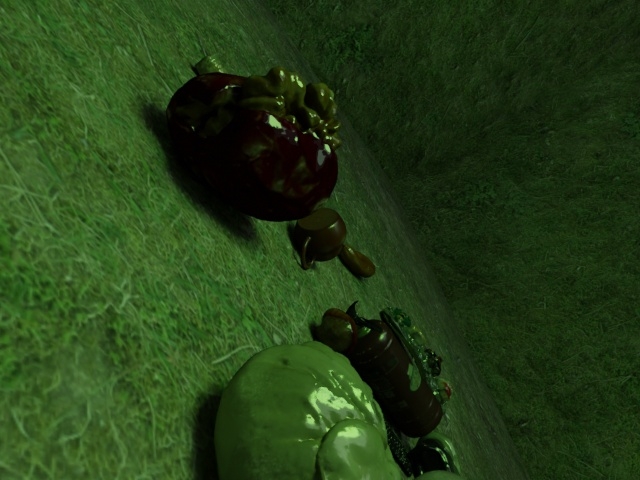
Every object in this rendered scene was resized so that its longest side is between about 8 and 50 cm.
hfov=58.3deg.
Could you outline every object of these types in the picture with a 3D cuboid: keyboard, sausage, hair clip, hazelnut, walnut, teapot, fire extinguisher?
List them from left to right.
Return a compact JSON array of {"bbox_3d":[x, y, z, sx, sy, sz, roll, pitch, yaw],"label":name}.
[{"bbox_3d":[-0.085,-0.158,0.897,0.269,0.244,0.221,26,38,-60],"label":"walnut"},{"bbox_3d":[0.000,0.000,1.207,0.116,0.116,0.173,56,41,-19],"label":"teapot"},{"bbox_3d":[0.031,0.163,1.025,0.086,0.086,0.086,55,15,-23],"label":"hazelnut"},{"bbox_3d":[0.098,0.058,1.525,0.062,0.054,0.183,32,-3,34],"label":"sausage"},{"bbox_3d":[0.121,0.360,1.089,0.204,0.013,0.061,56,15,-19],"label":"keyboard"},{"bbox_3d":[0.132,0.244,1.127,0.344,0.102,0.138,56,-23,-22],"label":"fire extinguisher"},{"bbox_3d":[0.280,0.318,1.577,0.321,0.091,0.138,64,11,8],"label":"hair clip"}]

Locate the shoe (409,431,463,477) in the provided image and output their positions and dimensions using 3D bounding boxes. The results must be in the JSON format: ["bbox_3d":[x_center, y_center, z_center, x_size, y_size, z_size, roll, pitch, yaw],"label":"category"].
[{"bbox_3d":[0.239,0.486,1.114,0.112,0.099,0.227,28,33,-53],"label":"shoe"}]

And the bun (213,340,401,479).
[{"bbox_3d":[-0.001,0.224,0.624,0.259,0.160,0.259,52,19,-25],"label":"bun"}]

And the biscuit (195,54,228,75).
[{"bbox_3d":[-0.179,-0.284,1.197,0.055,0.061,0.219,-47,112,-28],"label":"biscuit"}]

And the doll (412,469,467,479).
[{"bbox_3d":[0.158,0.430,0.838,0.287,0.151,0.150,21,42,-63],"label":"doll"}]
